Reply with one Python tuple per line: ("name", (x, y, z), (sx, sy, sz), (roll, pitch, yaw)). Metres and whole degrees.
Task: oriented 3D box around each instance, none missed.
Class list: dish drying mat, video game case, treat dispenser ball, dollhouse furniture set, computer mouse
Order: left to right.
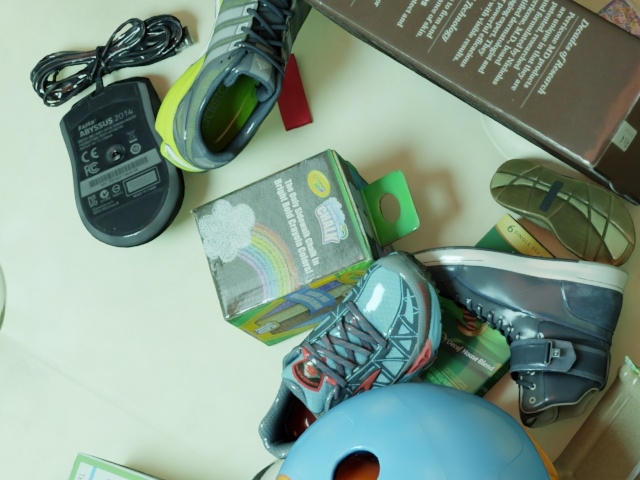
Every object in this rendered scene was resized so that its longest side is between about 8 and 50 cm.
("computer mouse", (-0.207, -0.104, 2.153), (0.188, 0.072, 0.272), (-19, 61, 11))
("dish drying mat", (-0.033, -0.160, 2.137), (0.032, 0.008, 0.083), (-19, 70, 12))
("treat dispenser ball", (0.090, 0.276, 1.835), (0.288, 0.288, 0.288), (-4, 75, 17))
("video game case", (0.289, -0.187, 2.034), (0.122, 0.011, 0.087), (-37, 68, 6))
("dollhouse furniture set", (0.387, 0.188, 1.881), (0.301, 0.151, 0.197), (-56, 45, 17))

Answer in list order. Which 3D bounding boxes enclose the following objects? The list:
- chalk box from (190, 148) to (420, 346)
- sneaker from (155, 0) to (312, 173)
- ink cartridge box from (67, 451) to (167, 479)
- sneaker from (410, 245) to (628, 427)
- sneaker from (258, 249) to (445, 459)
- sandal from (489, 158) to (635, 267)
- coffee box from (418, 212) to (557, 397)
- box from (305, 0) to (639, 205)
("chalk box", (0.000, 0.000, 2.021), (0.213, 0.132, 0.132), (-22, 70, 11))
("sneaker", (-0.064, -0.199, 2.032), (0.300, 0.111, 0.121), (-67, 24, 4))
("ink cartridge box", (-0.196, 0.266, 2.030), (0.209, 0.109, 0.062), (16, 82, 22))
("sneaker", (0.175, 0.094, 1.918), (0.226, 0.086, 0.163), (7, 80, 17))
("sneaker", (0.026, 0.125, 1.931), (0.104, 0.125, 0.262), (43, 123, 25))
("sandal", (0.249, -0.027, 1.993), (0.180, 0.049, 0.072), (31, 82, 37))
("coffee box", (0.166, 0.074, 1.994), (0.184, 0.040, 0.113), (-45, 68, 3))
("box", (0.177, -0.197, 1.966), (0.381, 0.191, 0.143), (36, 95, 24))
